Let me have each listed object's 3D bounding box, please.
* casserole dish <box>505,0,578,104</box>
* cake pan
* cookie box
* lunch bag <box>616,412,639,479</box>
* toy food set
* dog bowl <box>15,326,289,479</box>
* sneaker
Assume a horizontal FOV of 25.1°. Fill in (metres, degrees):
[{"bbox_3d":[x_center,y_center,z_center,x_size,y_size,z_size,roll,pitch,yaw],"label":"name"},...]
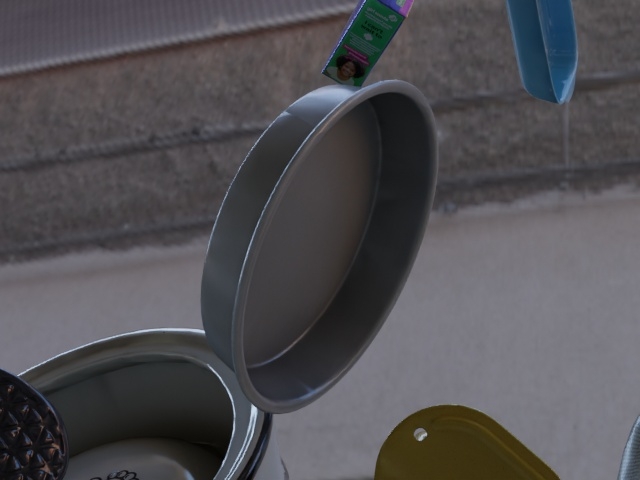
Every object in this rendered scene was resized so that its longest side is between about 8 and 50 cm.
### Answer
[{"bbox_3d":[0.202,-0.213,1.327,0.037,0.114,0.188,-1,-55,25],"label":"casserole dish"},{"bbox_3d":[0.000,0.000,1.187,0.054,0.293,0.293,24,-45,27],"label":"cake pan"},{"bbox_3d":[0.050,-0.197,1.259,0.040,0.091,0.107,29,-40,-4],"label":"cookie box"},{"bbox_3d":[0.158,0.155,0.418,0.169,0.235,0.287,10,-45,11],"label":"lunch bag"},{"bbox_3d":[0.143,0.235,1.212,0.218,0.128,0.071,42,-7,12],"label":"toy food set"},{"bbox_3d":[-0.208,0.262,1.314,0.408,0.408,0.150,-14,-61,20],"label":"dog bowl"},{"bbox_3d":[-0.274,0.111,0.900,0.235,0.084,0.097,15,-19,-14],"label":"sneaker"}]
